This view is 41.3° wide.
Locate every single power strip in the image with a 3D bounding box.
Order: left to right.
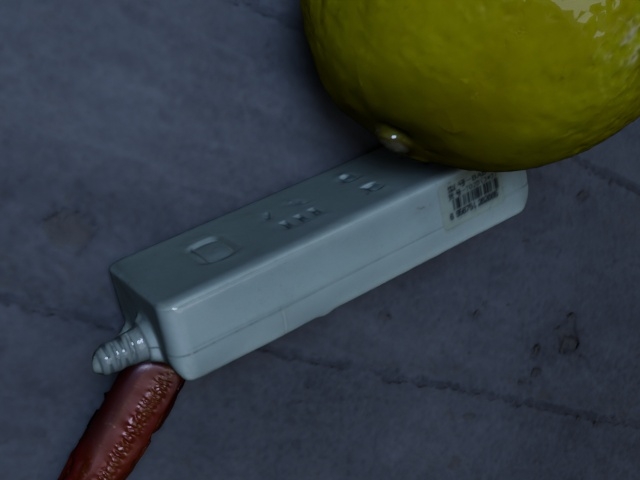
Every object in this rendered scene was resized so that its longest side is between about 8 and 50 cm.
[{"bbox_3d":[0.000,0.000,0.567,0.338,0.098,0.058,-26,119,-25],"label":"power strip"}]

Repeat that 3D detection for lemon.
[{"bbox_3d":[0.102,-0.147,0.511,0.240,0.240,0.219,24,98,-36],"label":"lemon"}]

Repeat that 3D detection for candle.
[{"bbox_3d":[-0.137,0.145,0.551,0.162,0.048,0.053,-59,145,-4],"label":"candle"}]
